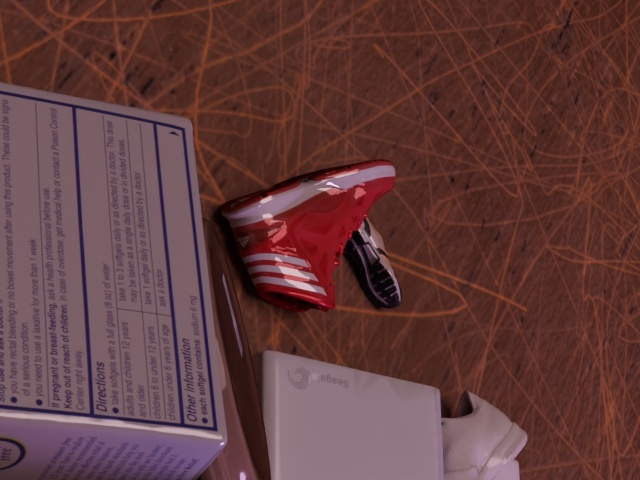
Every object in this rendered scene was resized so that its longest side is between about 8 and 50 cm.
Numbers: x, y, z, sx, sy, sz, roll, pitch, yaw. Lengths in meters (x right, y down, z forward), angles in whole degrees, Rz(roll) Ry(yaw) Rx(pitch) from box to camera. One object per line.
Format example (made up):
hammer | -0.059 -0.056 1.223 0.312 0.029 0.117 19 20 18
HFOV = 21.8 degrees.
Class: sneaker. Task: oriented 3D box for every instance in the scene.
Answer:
sneaker | 0.122 0.226 1.653 0.094 0.080 0.212 46 40 1
sneaker | 0.056 0.018 1.683 0.109 0.040 0.044 62 35 -10
sneaker | 0.000 0.000 1.603 0.221 0.087 0.128 -19 97 -42

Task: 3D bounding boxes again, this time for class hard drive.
hard drive | 0.026 0.265 1.488 0.203 0.040 0.307 15 61 -31

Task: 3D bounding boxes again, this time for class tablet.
tablet | 0.199 0.271 1.772 0.054 0.006 0.083 24 55 -44

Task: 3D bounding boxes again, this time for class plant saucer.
plant saucer | -0.083 0.100 1.339 0.278 0.041 0.278 -13 90 -88

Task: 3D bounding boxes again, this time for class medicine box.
medicine box | -0.229 0.037 1.109 0.289 0.149 0.263 9 53 -25
